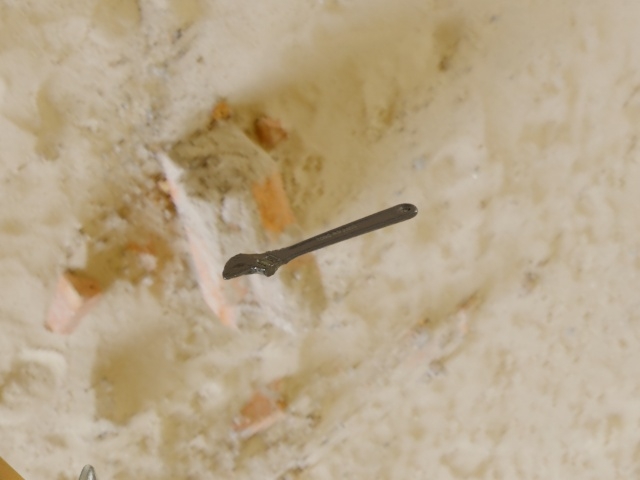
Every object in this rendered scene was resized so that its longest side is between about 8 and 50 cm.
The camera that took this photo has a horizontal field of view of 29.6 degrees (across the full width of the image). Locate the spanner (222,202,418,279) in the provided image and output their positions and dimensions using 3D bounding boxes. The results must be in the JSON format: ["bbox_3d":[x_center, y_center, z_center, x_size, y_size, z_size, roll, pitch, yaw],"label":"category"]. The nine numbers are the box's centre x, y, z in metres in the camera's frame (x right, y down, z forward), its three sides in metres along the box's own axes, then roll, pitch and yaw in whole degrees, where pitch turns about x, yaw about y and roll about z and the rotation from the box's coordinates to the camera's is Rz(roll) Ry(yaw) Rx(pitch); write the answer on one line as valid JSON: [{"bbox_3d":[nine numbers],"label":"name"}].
[{"bbox_3d":[0.000,0.000,1.194,0.208,0.046,0.012,-20,122,-13],"label":"spanner"}]

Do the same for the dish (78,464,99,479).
[{"bbox_3d":[-0.205,0.332,1.165,0.086,0.236,0.228,-7,125,18],"label":"dish"}]

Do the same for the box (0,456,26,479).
[{"bbox_3d":[-0.520,0.389,1.596,0.274,0.174,0.076,-34,123,-26],"label":"box"}]
